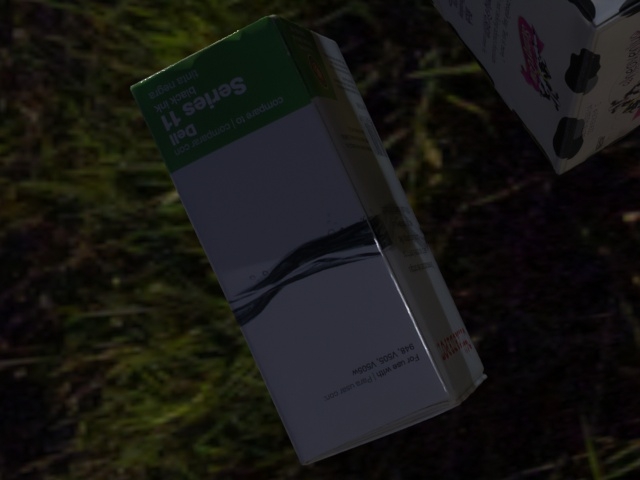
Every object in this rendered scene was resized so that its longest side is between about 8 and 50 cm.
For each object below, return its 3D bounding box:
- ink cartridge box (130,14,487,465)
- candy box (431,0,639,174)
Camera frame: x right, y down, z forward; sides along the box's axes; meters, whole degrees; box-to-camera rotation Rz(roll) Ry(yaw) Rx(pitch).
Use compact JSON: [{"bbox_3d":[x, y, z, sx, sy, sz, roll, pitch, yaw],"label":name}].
[{"bbox_3d":[0.000,0.000,0.870,0.087,0.153,0.208,-26,85,11],"label":"ink cartridge box"},{"bbox_3d":[0.068,-0.160,0.703,0.071,0.159,0.233,-32,74,-7],"label":"candy box"}]
